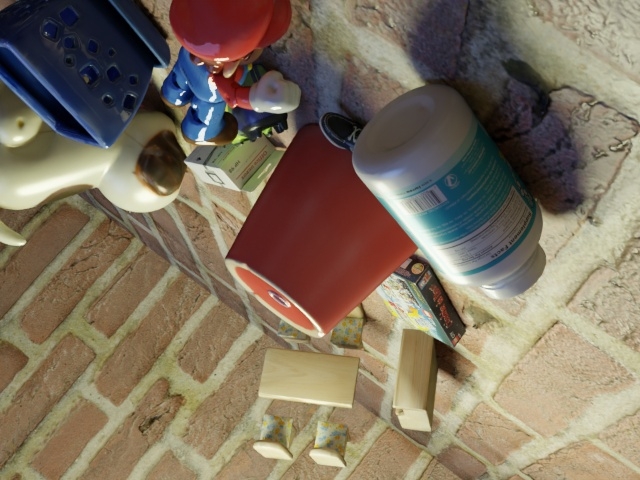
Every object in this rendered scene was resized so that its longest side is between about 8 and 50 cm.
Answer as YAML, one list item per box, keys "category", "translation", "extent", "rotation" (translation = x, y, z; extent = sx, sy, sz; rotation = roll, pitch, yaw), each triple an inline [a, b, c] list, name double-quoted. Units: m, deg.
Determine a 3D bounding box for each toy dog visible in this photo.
- category: "toy dog"
  translation: [-0.464, -0.180, 1.706]
  extent: [0.408, 0.395, 0.284]
  rotation: [9, 159, -20]

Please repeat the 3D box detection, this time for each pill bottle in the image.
- category: "pill bottle"
  translation: [0.165, -0.045, 1.019]
  extent: [0.264, 0.146, 0.146]
  rotation: [48, 162, -30]

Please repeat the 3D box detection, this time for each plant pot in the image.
- category: "plant pot"
  translation: [0.000, 0.000, 1.347]
  extent: [0.275, 0.243, 0.275]
  rotation: [35, 164, 11]
- category: "plant pot"
  translation: [-0.401, -0.313, 1.419]
  extent: [0.236, 0.212, 0.236]
  rotation: [19, 156, 51]

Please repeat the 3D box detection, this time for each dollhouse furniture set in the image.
- category: "dollhouse furniture set"
  translation: [0.054, 0.304, 1.930]
  extent: [0.394, 0.362, 0.256]
  rotation: [5, 157, 12]

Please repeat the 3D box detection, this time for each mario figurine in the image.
- category: "mario figurine"
  translation: [-0.107, -0.242, 1.119]
  extent: [0.198, 0.170, 0.320]
  rotation: [30, 156, -8]

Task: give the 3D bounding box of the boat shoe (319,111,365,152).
- category: "boat shoe"
  translation: [0.055, -0.137, 1.198]
  extent: [0.125, 0.046, 0.038]
  rotation: [39, 165, -14]

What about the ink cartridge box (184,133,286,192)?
- category: "ink cartridge box"
  translation: [-0.152, -0.149, 1.528]
  extent: [0.180, 0.104, 0.060]
  rotation: [16, 152, 54]

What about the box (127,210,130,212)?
- category: "box"
  translation: [-0.455, -0.199, 1.955]
  extent: [0.203, 0.168, 0.167]
  rotation: [40, 165, -5]

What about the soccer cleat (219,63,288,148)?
- category: "soccer cleat"
  translation: [-0.121, -0.214, 1.357]
  extent: [0.289, 0.093, 0.121]
  rotation: [6, 114, 71]

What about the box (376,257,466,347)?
- category: "box"
  translation: [0.168, 0.098, 1.619]
  extent: [0.159, 0.044, 0.233]
  rotation: [25, 160, 40]
